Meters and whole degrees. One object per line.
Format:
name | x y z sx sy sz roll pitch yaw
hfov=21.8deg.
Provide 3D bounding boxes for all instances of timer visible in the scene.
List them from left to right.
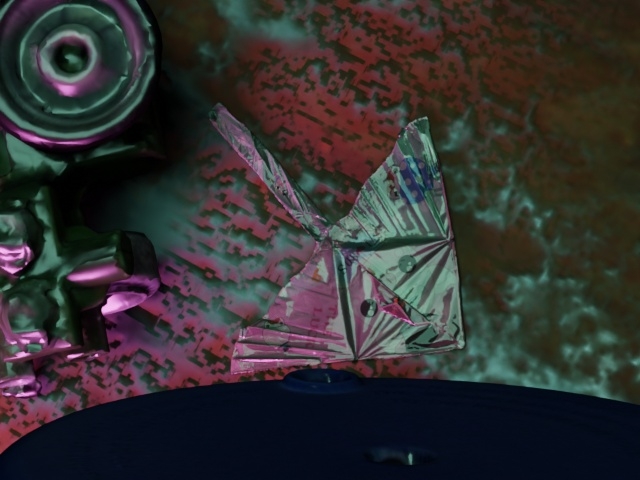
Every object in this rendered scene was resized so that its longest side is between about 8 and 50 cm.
timer | 0.020 0.252 0.552 0.270 0.270 0.383 4 97 16

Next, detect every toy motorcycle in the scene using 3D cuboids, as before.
toy motorcycle | -0.182 -0.023 0.692 0.275 0.127 0.205 -15 81 10

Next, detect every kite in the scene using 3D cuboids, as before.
kite | 0.000 0.000 0.698 0.152 0.005 0.137 38 92 19
